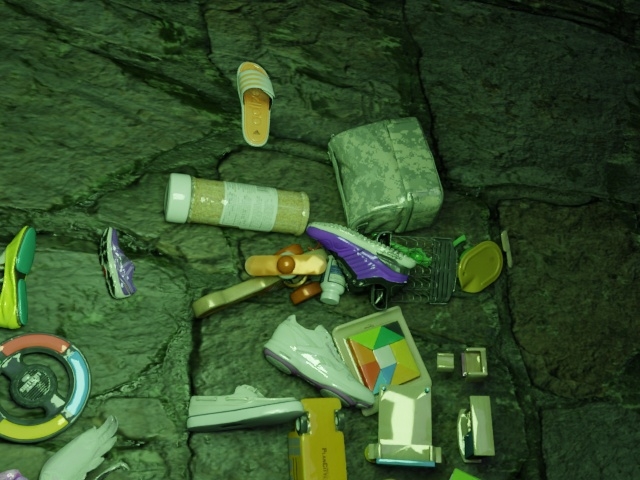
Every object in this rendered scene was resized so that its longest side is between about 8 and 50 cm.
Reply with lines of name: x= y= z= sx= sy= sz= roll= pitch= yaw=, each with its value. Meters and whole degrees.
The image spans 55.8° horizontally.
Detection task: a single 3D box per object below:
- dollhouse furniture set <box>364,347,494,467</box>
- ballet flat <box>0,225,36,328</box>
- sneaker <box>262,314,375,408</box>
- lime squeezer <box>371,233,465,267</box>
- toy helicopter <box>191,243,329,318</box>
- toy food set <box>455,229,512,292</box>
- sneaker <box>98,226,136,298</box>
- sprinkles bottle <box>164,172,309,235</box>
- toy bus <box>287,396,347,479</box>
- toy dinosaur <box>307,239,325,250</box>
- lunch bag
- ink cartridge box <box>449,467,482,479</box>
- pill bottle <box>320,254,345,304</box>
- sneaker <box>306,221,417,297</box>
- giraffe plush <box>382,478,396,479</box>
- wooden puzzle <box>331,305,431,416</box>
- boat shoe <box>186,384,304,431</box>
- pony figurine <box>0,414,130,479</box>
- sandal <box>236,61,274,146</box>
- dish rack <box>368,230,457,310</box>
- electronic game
dollhouse furniture set: x=0.264 y=0.433 z=1.543 sx=0.303 sy=0.198 sz=0.287 roll=0 pitch=65 yaw=4
ballet flat: x=-0.675 y=0.078 z=1.316 sx=0.077 sy=0.077 sz=0.231 roll=-2 pitch=73 yaw=-5
sneaker: x=0.017 y=0.295 z=1.479 sx=0.305 sy=0.114 sz=0.152 roll=34 pitch=61 yaw=-3
lime squeezer: x=0.298 y=0.023 z=1.732 sx=0.310 sy=0.059 sz=0.110 roll=2 pitch=71 yaw=-20
toy helicopter: x=-0.132 y=0.100 z=1.429 sx=0.354 sy=0.235 sz=0.140 roll=-21 pitch=80 yaw=-27
toy food set: x=0.466 y=0.066 z=1.784 sx=0.217 sy=0.071 sz=0.128 roll=-28 pitch=107 yaw=-26
sneaker: x=-0.474 y=0.051 z=1.419 sx=0.071 sy=0.068 sz=0.170 roll=-10 pitch=83 yaw=-40
sprinkles bottle: x=-0.210 y=-0.088 z=1.532 sx=0.355 sy=0.121 sz=0.121 roll=6 pitch=69 yaw=-20
toy bus: x=-0.006 y=0.534 z=1.378 sx=0.108 sy=0.130 sz=0.333 roll=2 pitch=70 yaw=-20
toy dinosaur: x=0.000 y=0.000 z=1.617 sx=0.047 sy=0.090 sz=0.082 roll=35 pitch=29 yaw=11
lunch bag: x=0.167 y=-0.173 z=1.664 sx=0.255 sy=0.213 sz=0.305 roll=-8 pitch=68 yaw=-8
ink cartridge box: x=0.315 y=0.697 z=1.409 sx=0.096 sy=0.189 sz=0.255 roll=16 pitch=57 yaw=30
pill bottle: x=0.035 y=0.104 z=1.589 sx=0.067 sy=0.067 sz=0.120 roll=19 pitch=65 yaw=-14
sneaker: x=0.083 y=0.056 z=1.529 sx=0.293 sy=0.102 sz=0.146 roll=24 pitch=96 yaw=9
giraffe plush: x=0.160 y=0.680 z=1.387 sx=0.181 sy=0.210 sz=0.171 roll=-3 pitch=101 yaw=-26
wooden puzzle: x=0.166 y=0.309 z=1.579 sx=0.220 sy=0.044 sz=0.239 roll=-15 pitch=77 yaw=-26
boat shoe: x=-0.170 y=0.369 z=1.355 sx=0.267 sy=0.096 sz=0.088 roll=-12 pitch=60 yaw=12
pony figurine: x=-0.502 y=0.531 z=1.129 sx=0.350 sy=0.302 sz=0.364 roll=-25 pitch=97 yaw=-19
sandal: x=-0.172 y=-0.393 z=1.685 sx=0.101 sy=0.076 sz=0.266 roll=1 pitch=71 yaw=-22
dish rack: x=0.258 y=0.082 z=1.645 sx=0.271 sy=0.074 sz=0.209 roll=3 pitch=94 yaw=-18
electronic game: x=-0.602 y=0.305 z=1.271 sx=0.229 sy=0.048 sz=0.230 roll=7 pitch=69 yaw=-19
